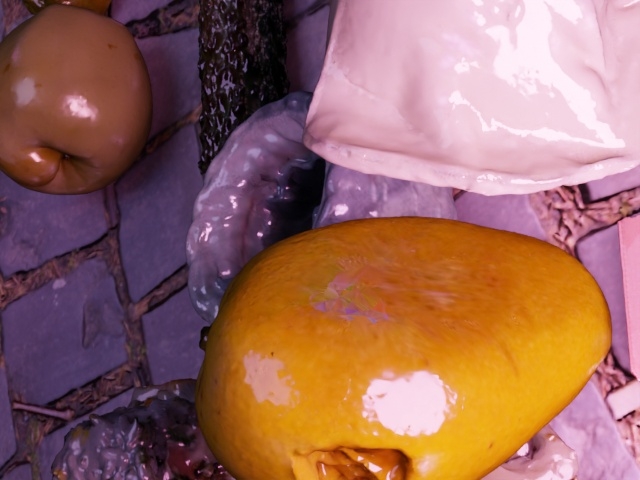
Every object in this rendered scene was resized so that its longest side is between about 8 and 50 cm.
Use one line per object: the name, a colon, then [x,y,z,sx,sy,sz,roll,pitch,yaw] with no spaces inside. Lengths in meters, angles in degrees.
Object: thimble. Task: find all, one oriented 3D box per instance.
thimble: [0.000,0.000,1.622,0.205,0.172,0.250,29,96,47]

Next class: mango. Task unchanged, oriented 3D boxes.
mango: [0.072,0.085,1.415,0.253,0.365,0.182,51,146,37]

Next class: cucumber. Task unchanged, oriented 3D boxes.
cucumber: [-0.077,-0.232,1.811,0.096,0.096,0.359,-17,64,38]

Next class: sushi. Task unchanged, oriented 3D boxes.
sushi: [-0.146,0.264,1.663,0.139,0.184,0.274,-17,68,39]

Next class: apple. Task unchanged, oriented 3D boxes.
apple: [-0.263,-0.144,1.890,0.200,0.200,0.200,-13,70,39]

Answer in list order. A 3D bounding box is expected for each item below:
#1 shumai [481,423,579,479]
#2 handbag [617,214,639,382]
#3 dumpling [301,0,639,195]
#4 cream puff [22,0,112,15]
shumai: [0.112,0.214,1.491,0.201,0.120,0.201,-17,64,38]
handbag: [0.334,0.028,1.382,0.213,0.059,0.157,-17,68,36]
dumpling: [0.173,-0.178,1.492,0.316,0.233,0.395,22,61,14]
cream puff: [-0.291,-0.303,2.003,0.146,0.116,0.146,-14,67,36]
